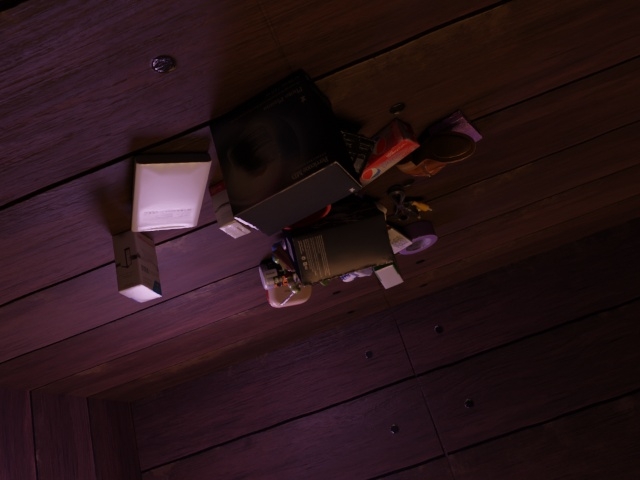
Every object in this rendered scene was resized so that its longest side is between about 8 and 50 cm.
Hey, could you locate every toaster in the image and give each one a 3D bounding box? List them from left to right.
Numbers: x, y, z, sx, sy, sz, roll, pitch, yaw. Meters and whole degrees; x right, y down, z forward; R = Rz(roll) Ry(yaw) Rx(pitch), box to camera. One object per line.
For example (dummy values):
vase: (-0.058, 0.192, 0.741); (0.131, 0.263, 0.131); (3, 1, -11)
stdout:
toaster: (0.055, -0.246, 1.570); (0.168, 0.110, 0.186); (5, 116, -42)

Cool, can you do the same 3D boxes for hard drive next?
hard drive: (-0.445, -0.136, 1.551); (0.203, 0.040, 0.307); (-6, 148, -26)

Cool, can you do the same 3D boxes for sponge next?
sponge: (0.457, -0.360, 1.779); (0.117, 0.031, 0.210); (-30, 155, 26)

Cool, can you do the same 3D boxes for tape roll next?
tape roll: (0.444, -0.012, 2.473); (0.189, 0.080, 0.189); (-16, 156, -7)

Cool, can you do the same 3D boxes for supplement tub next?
supplement tub: (-0.164, 0.139, 2.308); (0.190, 0.117, 0.117); (-14, 156, -12)

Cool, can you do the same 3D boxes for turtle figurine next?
turtle figurine: (-0.051, 0.115, 2.116); (0.266, 0.275, 0.198); (6, -149, 40)

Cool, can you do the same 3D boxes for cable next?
cable: (0.332, -0.156, 2.143); (0.139, 0.072, 0.287); (-13, 150, 34)

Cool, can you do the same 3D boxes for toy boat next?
toy boat: (-0.161, 0.232, 2.528); (0.231, 0.151, 0.151); (-6, -176, -25)

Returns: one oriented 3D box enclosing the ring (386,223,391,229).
ring: (0.154, -0.002, 2.344); (0.336, 0.032, 0.336); (-16, 157, -7)

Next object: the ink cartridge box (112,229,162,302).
ink cartridge box: (-0.608, 0.086, 1.755); (0.086, 0.203, 0.148); (-18, 156, 4)

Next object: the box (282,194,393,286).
box: (0.042, -0.013, 1.839); (0.312, 0.179, 0.343); (-15, -162, -9)

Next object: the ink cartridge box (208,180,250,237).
ink cartridge box: (-0.284, -0.095, 1.660); (0.063, 0.150, 0.109); (-24, 156, 12)

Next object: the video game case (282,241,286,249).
video game case: (0.000, 0.000, 2.180); (0.285, 0.025, 0.204); (2, 151, -20)

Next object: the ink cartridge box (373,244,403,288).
ink cartridge box: (0.268, 0.076, 2.256); (0.087, 0.208, 0.153); (-24, 139, 13)

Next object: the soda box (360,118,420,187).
soda box: (0.184, -0.272, 1.703); (0.263, 0.083, 0.092); (-35, 152, 34)

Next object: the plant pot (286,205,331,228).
plant pot: (-0.081, -0.153, 1.653); (0.191, 0.174, 0.191); (-16, 157, -7)

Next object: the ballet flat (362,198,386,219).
ballet flat: (0.210, -0.099, 2.098); (0.096, 0.095, 0.280); (-31, 155, -7)

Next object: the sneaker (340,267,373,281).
sneaker: (0.145, 0.128, 2.383); (0.182, 0.127, 0.315); (-27, 170, 24)

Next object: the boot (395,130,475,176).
boot: (0.400, -0.274, 1.783); (0.283, 0.109, 0.220); (-15, 167, 28)

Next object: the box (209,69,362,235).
box: (-0.092, -0.217, 1.354); (0.296, 0.294, 0.183); (-27, 156, 17)

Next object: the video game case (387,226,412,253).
video game case: (0.309, 0.008, 2.360); (0.143, 0.019, 0.157); (-33, 134, 31)
